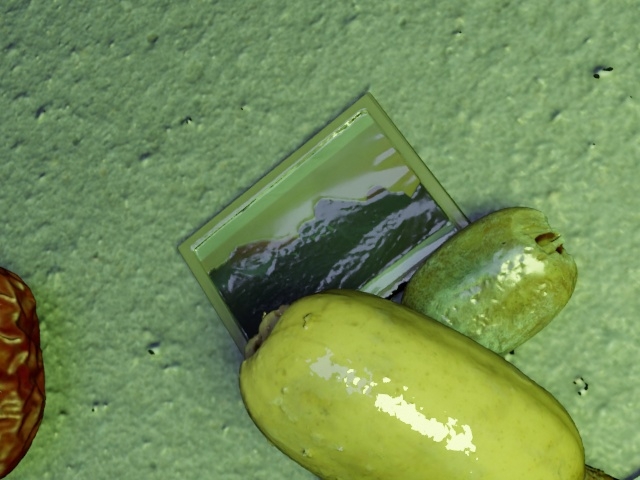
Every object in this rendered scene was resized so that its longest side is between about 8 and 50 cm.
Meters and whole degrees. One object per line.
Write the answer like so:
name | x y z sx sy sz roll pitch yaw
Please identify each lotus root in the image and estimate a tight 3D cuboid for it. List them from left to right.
lotus root | 0.093 0.157 0.679 0.343 0.169 0.151 29 57 2
lotus root | 0.136 0.053 0.756 0.192 0.088 0.113 -39 73 16

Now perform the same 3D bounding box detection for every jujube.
jujube | -0.391 0.143 0.880 0.213 0.213 0.232 -11 74 18

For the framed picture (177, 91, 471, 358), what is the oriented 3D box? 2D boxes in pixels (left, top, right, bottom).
framed picture | 0.000 0.000 0.860 0.265 0.018 0.192 -39 68 8

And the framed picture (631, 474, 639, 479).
framed picture | 0.355 0.260 0.656 0.296 0.019 0.232 -36 68 9
